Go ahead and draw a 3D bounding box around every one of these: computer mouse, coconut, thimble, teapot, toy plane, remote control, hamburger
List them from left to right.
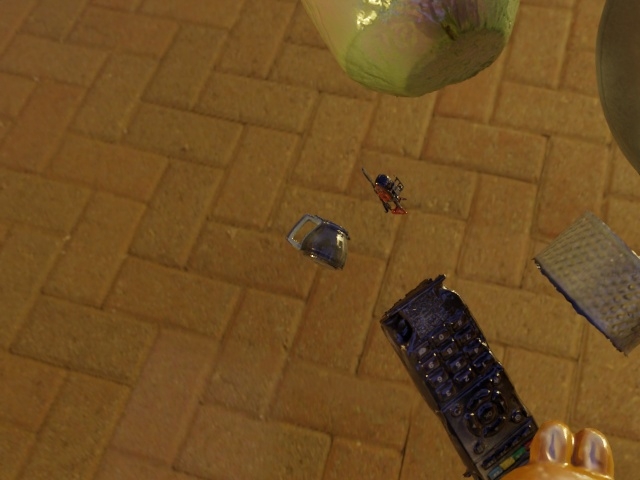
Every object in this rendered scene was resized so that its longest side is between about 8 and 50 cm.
[{"bbox_3d":[0.000,0.000,1.113,0.088,0.066,0.057,27,79,-12],"label":"teapot"},{"bbox_3d":[0.130,-0.088,1.605,0.060,0.145,0.037,7,63,36],"label":"toy plane"},{"bbox_3d":[0.086,-0.271,0.886,0.235,0.204,0.236,-3,85,35],"label":"coconut"},{"bbox_3d":[0.225,0.239,1.287,0.144,0.399,0.062,-35,18,-10],"label":"remote control"},{"bbox_3d":[0.325,0.407,1.116,0.260,0.186,0.303,18,52,16],"label":"hamburger"},{"bbox_3d":[0.556,0.081,1.638,0.150,0.271,0.271,-45,62,12],"label":"thimble"},{"bbox_3d":[0.368,-0.232,0.877,0.122,0.371,0.188,31,54,33],"label":"computer mouse"}]
